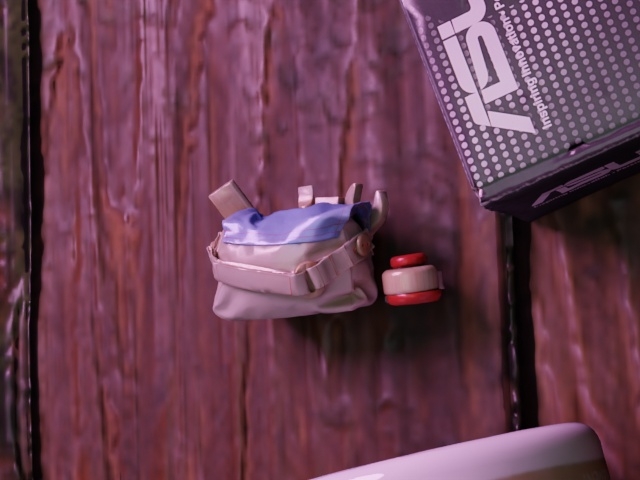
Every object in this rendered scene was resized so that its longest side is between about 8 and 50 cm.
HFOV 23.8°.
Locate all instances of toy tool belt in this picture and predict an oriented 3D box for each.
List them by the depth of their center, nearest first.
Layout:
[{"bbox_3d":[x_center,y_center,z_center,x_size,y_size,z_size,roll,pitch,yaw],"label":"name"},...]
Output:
[{"bbox_3d":[0.000,0.000,0.538,0.083,0.052,0.051,-7,91,23],"label":"toy tool belt"}]

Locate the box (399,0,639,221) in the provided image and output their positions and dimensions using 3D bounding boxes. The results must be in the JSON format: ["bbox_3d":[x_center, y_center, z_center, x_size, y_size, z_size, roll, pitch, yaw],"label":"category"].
[{"bbox_3d":[0.109,-0.171,0.501,0.216,0.060,0.270,-23,76,20],"label":"box"}]

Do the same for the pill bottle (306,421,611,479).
[{"bbox_3d":[0.053,0.158,0.465,0.112,0.112,0.186,-17,79,22],"label":"pill bottle"}]
